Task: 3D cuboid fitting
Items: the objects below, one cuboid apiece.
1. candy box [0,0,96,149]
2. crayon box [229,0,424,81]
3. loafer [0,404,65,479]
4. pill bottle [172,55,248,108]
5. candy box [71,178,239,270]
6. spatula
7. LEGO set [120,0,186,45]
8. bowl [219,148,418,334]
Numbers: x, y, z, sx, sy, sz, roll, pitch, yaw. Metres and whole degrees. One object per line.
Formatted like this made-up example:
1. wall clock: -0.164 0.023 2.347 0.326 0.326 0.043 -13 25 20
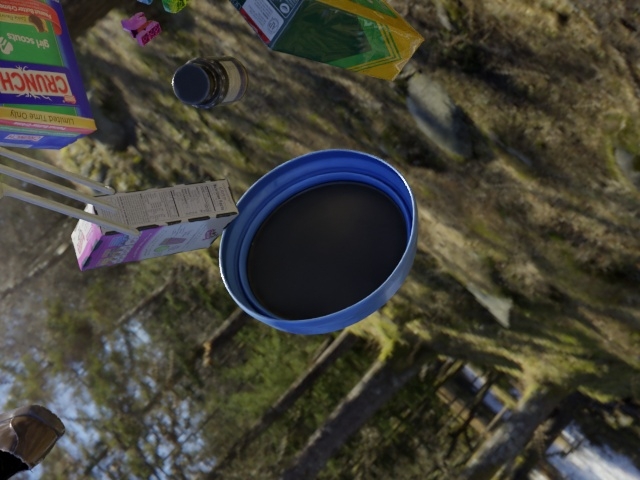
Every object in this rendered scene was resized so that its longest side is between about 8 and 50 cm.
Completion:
1. candy box: -0.587 -0.339 1.430 0.268 0.122 0.317 -4 -103 -61
2. crayon box: -0.044 -0.432 1.284 0.313 0.106 0.363 1 -134 -51
3. loafer: -0.689 0.443 1.592 0.134 0.366 0.130 49 -148 -22
4. pill bottle: -0.265 -0.380 1.859 0.123 0.123 0.219 43 -159 3
5. candy box: -0.273 -0.027 1.276 0.159 0.233 0.071 -39 66 54
6. spatula: -0.325 -0.074 0.865 0.242 0.019 0.168 20 -165 -35
7. LEGO set: -0.282 -0.456 1.370 0.093 0.227 0.087 26 150 26
8. bowl: 0.000 0.000 1.472 0.391 0.391 0.077 36 166 37
